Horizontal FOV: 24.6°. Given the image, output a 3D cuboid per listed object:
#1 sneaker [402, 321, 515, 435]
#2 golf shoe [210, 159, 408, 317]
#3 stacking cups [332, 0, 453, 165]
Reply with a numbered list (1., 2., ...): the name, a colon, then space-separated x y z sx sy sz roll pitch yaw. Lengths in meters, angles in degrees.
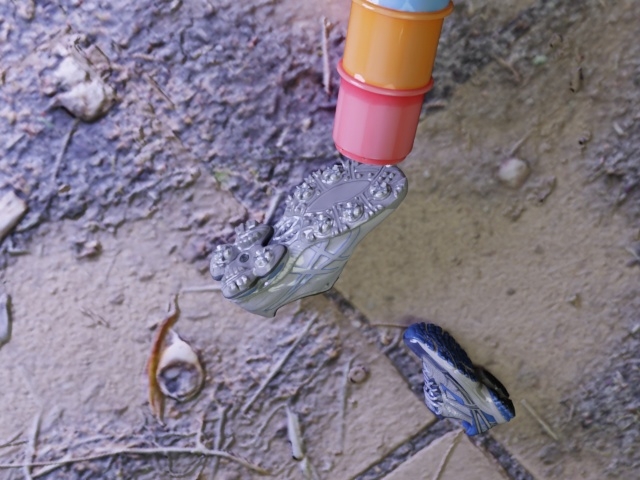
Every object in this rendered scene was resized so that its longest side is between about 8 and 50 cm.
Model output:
1. sneaker: 0.110 0.126 1.264 0.058 0.052 0.135 -38 117 16
2. golf shoe: 0.000 0.000 1.180 0.176 0.069 0.086 -30 139 10
3. stacking cups: 0.058 -0.204 1.053 0.096 0.096 0.316 5 117 -13
